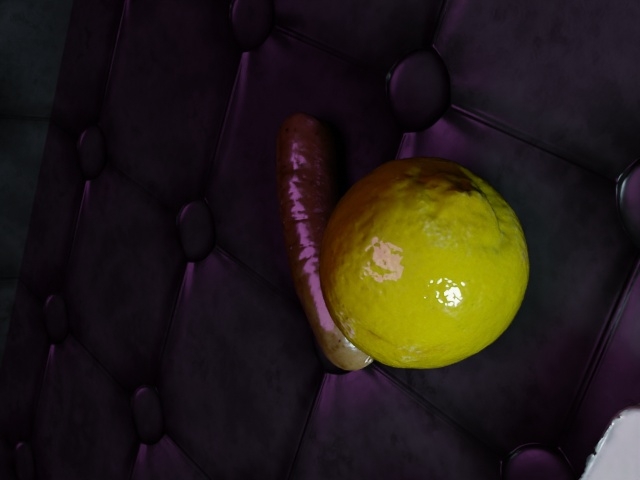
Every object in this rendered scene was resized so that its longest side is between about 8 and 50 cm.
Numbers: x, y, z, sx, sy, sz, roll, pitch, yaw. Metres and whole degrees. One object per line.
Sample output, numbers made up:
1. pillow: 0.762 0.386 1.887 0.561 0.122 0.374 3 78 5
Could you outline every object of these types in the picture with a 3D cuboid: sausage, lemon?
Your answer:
1. sausage: -0.003 0.001 1.740 0.136 0.123 0.501 -13 81 16
2. lemon: 0.154 0.039 1.437 0.348 0.348 0.348 2 92 46

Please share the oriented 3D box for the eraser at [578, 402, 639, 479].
1. eraser: 0.454 0.414 1.262 0.331 0.150 0.331 0 91 43
